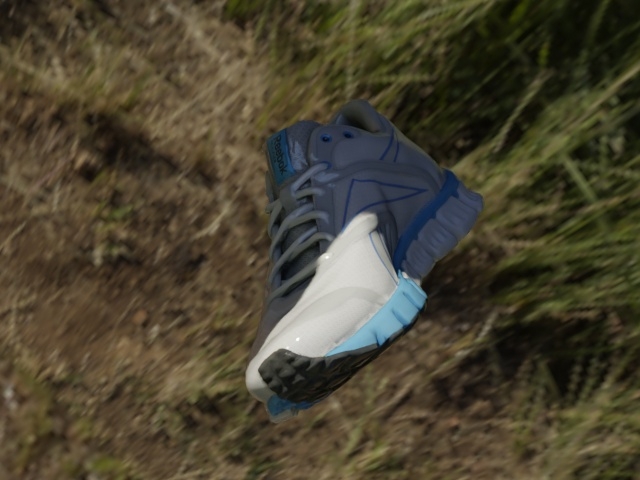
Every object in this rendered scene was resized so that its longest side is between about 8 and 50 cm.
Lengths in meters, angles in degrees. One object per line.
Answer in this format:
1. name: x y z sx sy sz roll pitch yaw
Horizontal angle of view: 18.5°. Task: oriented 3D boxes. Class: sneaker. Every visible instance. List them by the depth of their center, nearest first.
1. sneaker: 0.000 0.000 0.747 0.083 0.071 0.190 51 25 -9
